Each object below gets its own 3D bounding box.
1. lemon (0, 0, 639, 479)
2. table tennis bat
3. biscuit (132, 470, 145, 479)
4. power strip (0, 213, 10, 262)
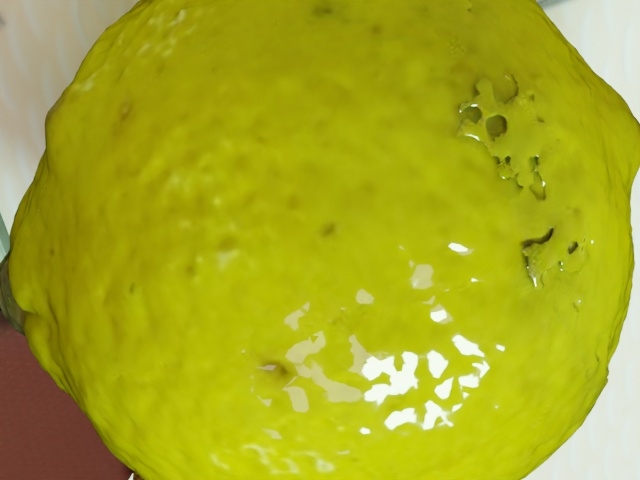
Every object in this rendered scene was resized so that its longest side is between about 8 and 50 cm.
[{"bbox_3d":[0.000,0.000,1.032,0.387,0.350,0.350,-17,132,5],"label":"lemon"},{"bbox_3d":[-0.286,0.130,1.249,0.268,0.051,0.414,-38,141,10],"label":"table tennis bat"},{"bbox_3d":[-0.044,0.208,1.343,0.205,0.049,0.324,10,149,13],"label":"biscuit"},{"bbox_3d":[-0.254,-0.003,1.212,0.080,0.029,0.227,-7,134,4],"label":"power strip"}]
